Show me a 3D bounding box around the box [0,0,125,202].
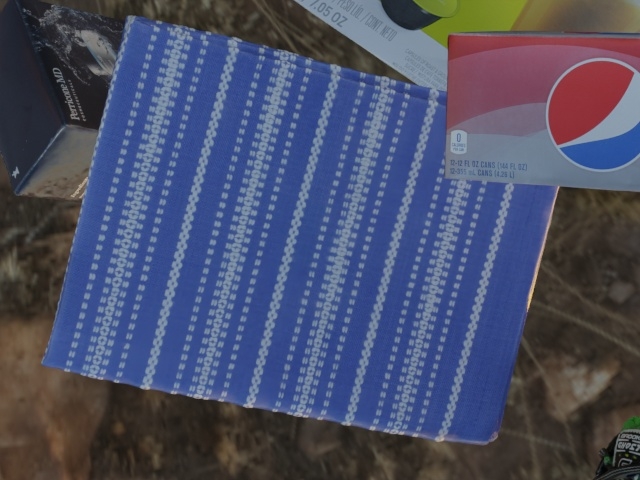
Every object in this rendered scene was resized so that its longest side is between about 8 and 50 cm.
[{"bbox_3d":[-0.204,-0.117,1.312,0.158,0.156,0.093,6,137,-44],"label":"box"}]

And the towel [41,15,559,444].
[{"bbox_3d":[0.000,0.000,1.023,0.336,0.040,0.243,13,93,-18],"label":"towel"}]

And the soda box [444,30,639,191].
[{"bbox_3d":[0.202,-0.068,0.796,0.263,0.092,0.083,5,99,27],"label":"soda box"}]

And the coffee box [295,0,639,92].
[{"bbox_3d":[0.167,-0.343,1.457,0.337,0.338,0.334,32,110,-19],"label":"coffee box"}]

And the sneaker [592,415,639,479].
[{"bbox_3d":[0.219,0.208,1.054,0.343,0.134,0.146,-43,114,-22],"label":"sneaker"}]
